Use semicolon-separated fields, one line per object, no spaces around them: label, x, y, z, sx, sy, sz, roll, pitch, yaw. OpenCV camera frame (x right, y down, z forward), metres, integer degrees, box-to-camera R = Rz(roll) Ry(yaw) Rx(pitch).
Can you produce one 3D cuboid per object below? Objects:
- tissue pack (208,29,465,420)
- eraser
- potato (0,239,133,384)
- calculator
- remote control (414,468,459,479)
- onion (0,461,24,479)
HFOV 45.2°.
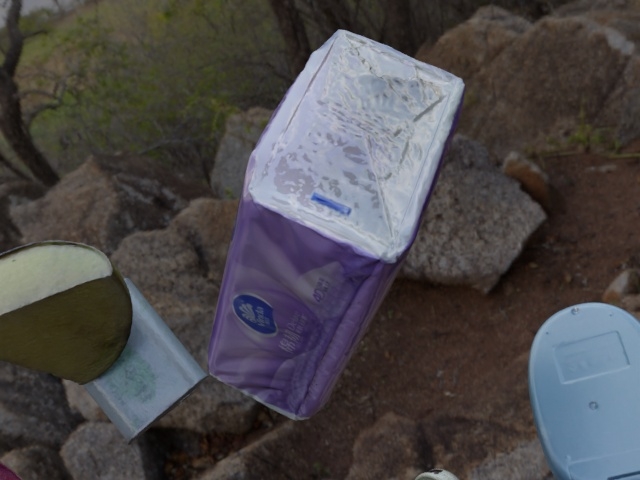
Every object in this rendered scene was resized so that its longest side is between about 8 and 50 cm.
tissue pack;0.000;0.000;0.783;0.160;0.338;0.242;25;52;2
eraser;-0.329;0.204;1.315;0.174;0.227;0.081;-39;-6;-14
potato;-0.415;0.126;1.180;0.269;0.255;0.112;-20;55;-8
calculator;0.370;0.223;0.983;0.188;0.042;0.303;-19;59;16
remote control;0.179;0.390;0.948;0.042;0.221;0.078;-11;-16;-38
onion;-0.359;0.306;0.688;0.256;0.230;0.272;-11;65;11
